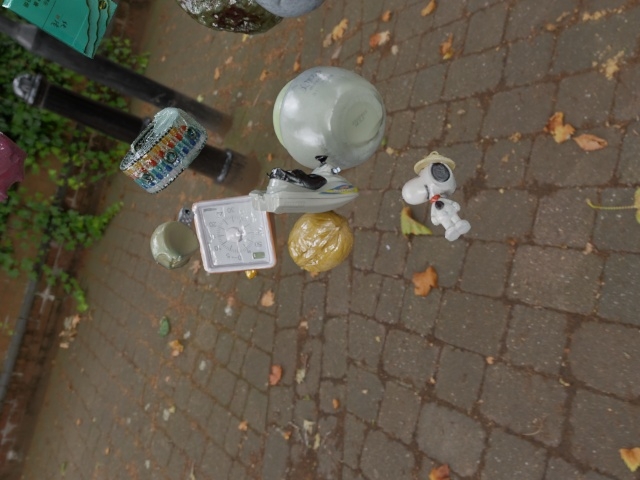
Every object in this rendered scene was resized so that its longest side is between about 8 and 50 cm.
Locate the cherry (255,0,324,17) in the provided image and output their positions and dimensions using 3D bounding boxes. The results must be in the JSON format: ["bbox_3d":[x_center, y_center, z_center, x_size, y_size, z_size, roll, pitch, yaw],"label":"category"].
[{"bbox_3d":[-0.091,-0.658,1.149,0.218,0.296,0.254,-11,88,41],"label":"cherry"}]

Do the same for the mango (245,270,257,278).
[{"bbox_3d":[-0.273,0.109,1.941,0.060,0.046,0.089,14,101,25],"label":"mango"}]

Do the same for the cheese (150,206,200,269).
[{"bbox_3d":[-0.282,-0.006,0.999,0.048,0.092,0.171,-34,13,25],"label":"cheese"}]

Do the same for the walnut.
[{"bbox_3d":[0.000,0.000,1.275,0.207,0.159,0.159,-36,47,54],"label":"walnut"}]

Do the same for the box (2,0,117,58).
[{"bbox_3d":[-0.639,-0.586,1.226,0.042,0.226,0.160,28,92,30],"label":"box"}]

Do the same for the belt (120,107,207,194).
[{"bbox_3d":[-0.459,-0.269,1.447,0.257,0.150,0.207,-53,34,-13],"label":"belt"}]

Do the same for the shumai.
[{"bbox_3d":[-0.242,-0.836,1.439,0.348,0.396,0.394,140,137,-60],"label":"shumai"}]

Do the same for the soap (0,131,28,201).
[{"bbox_3d":[-0.943,-0.178,1.275,0.127,0.220,0.325,32,62,33],"label":"soap"}]

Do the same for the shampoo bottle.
[{"bbox_3d":[0.032,-0.377,1.544,0.317,0.323,0.322,25,95,45],"label":"shampoo bottle"}]

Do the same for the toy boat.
[{"bbox_3d":[-0.030,-0.127,1.170,0.141,0.270,0.140,32,132,44],"label":"toy boat"}]

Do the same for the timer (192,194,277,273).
[{"bbox_3d":[-0.278,-0.019,1.677,0.258,0.161,0.249,-6,89,10],"label":"timer"}]

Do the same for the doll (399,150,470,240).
[{"bbox_3d":[0.398,-0.146,1.591,0.208,0.144,0.271,-49,60,5],"label":"doll"}]
